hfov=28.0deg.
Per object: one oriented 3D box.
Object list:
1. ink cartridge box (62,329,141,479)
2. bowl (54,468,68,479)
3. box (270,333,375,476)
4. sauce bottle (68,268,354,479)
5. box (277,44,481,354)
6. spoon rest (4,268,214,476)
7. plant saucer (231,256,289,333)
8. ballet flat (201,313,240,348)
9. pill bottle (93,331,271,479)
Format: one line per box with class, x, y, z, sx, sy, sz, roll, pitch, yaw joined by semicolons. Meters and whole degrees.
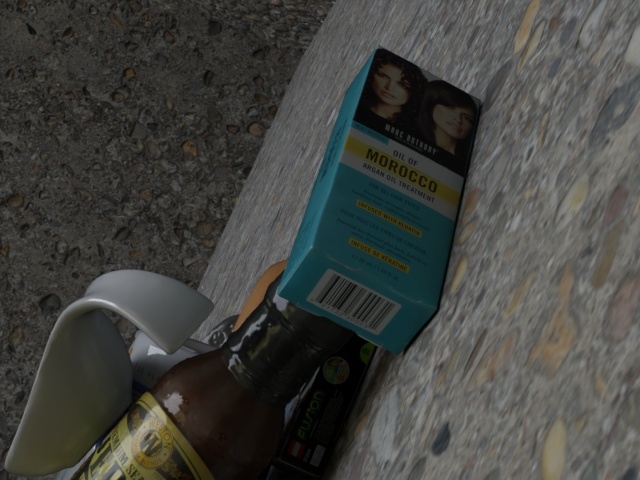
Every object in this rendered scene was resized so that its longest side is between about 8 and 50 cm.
ink cartridge box;-0.220;0.330;1.381;0.384;0.160;0.279;-62;8;19
bowl;-0.310;0.405;1.761;0.311;0.163;0.311;-62;7;14
box;0.013;0.089;1.040;0.207;0.036;0.114;-66;7;-14
sauce bottle;-0.108;0.166;0.968;0.344;0.111;0.111;-51;10;11
box;0.050;-0.037;0.959;0.060;0.101;0.244;-55;12;43
spoon rest;-0.175;0.098;0.987;0.137;0.084;0.276;-48;2;-42
plant saucer;-0.060;0.103;1.294;0.200;0.037;0.199;21;-90;-81
ballet flat;-0.135;0.210;1.583;0.058;0.084;0.249;30;-99;-62
pill bottle;-0.134;0.227;1.120;0.152;0.152;0.272;-170;101;-82
